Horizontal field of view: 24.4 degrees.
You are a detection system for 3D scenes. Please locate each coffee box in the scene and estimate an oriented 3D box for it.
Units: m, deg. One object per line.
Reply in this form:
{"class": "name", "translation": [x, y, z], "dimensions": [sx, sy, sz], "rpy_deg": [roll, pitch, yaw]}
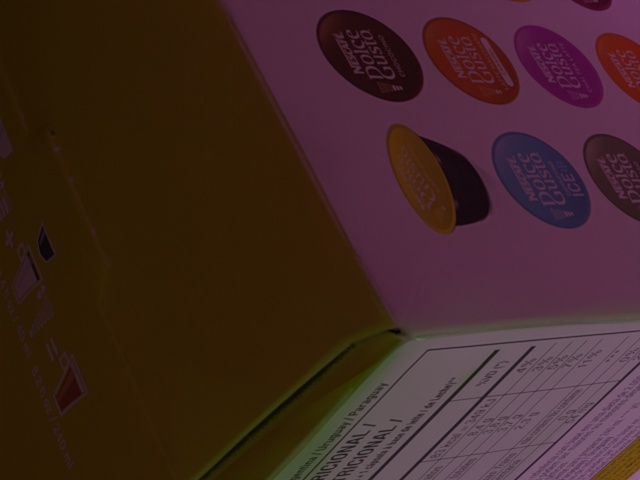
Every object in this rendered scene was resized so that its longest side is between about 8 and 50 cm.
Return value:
{"class": "coffee box", "translation": [0.000, 0.000, 0.781], "dimensions": [0.334, 0.338, 0.338], "rpy_deg": [-2, 143, -40]}
